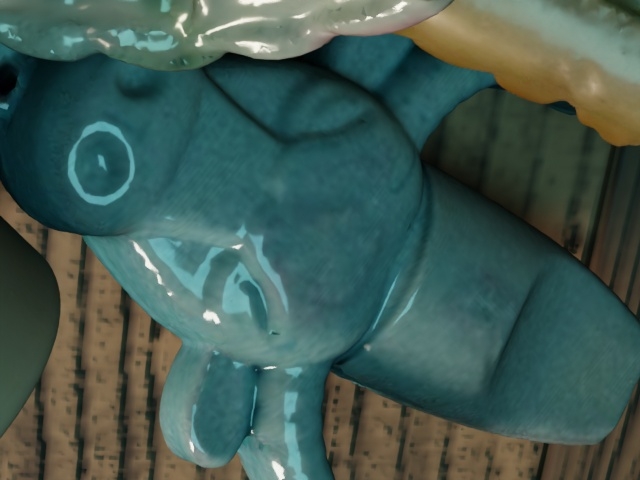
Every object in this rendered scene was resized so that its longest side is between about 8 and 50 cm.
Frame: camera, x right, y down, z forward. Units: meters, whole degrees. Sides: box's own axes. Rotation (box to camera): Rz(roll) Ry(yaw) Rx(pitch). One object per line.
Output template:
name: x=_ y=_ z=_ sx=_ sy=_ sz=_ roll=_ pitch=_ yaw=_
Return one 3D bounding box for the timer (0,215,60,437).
timer: x=-0.214 y=-0.036 z=0.531 sx=0.175 sy=0.175 sz=0.266 roll=-31 pitch=116 yaw=4

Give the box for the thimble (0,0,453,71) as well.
thimble: x=-0.030 y=-0.134 z=0.481 sx=0.211 sy=0.185 sz=0.149 roll=-1 pitch=76 yaw=5

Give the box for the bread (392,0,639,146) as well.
bread: x=0.104 y=-0.095 z=0.598 sx=0.225 sy=0.081 sz=0.134 roll=26 pitch=98 yaw=-8

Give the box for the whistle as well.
whistle: x=0.000 y=0.000 z=0.641 sx=0.274 sy=0.093 sz=0.186 roll=26 pitch=83 yaw=-27
